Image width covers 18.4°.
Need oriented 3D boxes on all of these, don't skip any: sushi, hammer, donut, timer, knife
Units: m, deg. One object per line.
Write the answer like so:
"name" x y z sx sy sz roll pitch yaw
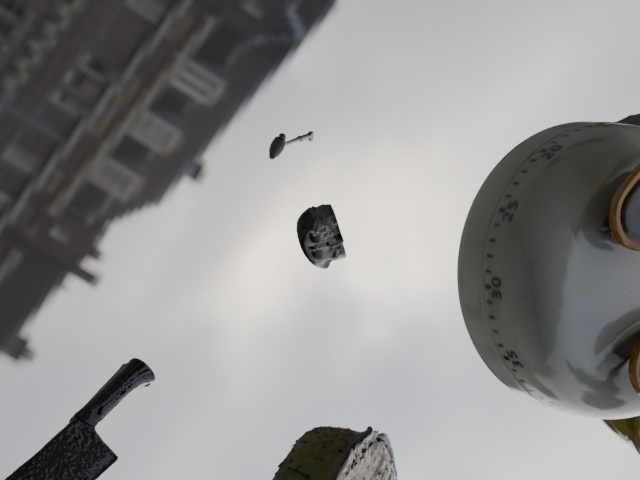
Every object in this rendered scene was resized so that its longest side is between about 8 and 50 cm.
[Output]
"sushi" 0.000 0.000 2.167 0.046 0.083 0.044 -20 -136 -4
"hammer" -0.027 -0.102 2.019 0.029 0.014 0.123 -62 170 16
"donut" -0.006 0.315 2.087 0.272 0.107 0.272 12 90 -73
"timer" 0.209 0.020 1.547 0.240 0.233 0.233 10 -111 59
"knife" -0.214 0.186 1.730 0.230 0.060 0.028 -44 177 -40

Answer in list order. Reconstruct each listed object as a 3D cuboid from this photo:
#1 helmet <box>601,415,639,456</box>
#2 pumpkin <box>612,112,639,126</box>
"helmet" 0.322 0.135 1.836 0.257 0.205 0.140 92 12 -58
"pumpkin" 0.349 -0.007 2.129 0.232 0.242 0.325 24 -111 31
